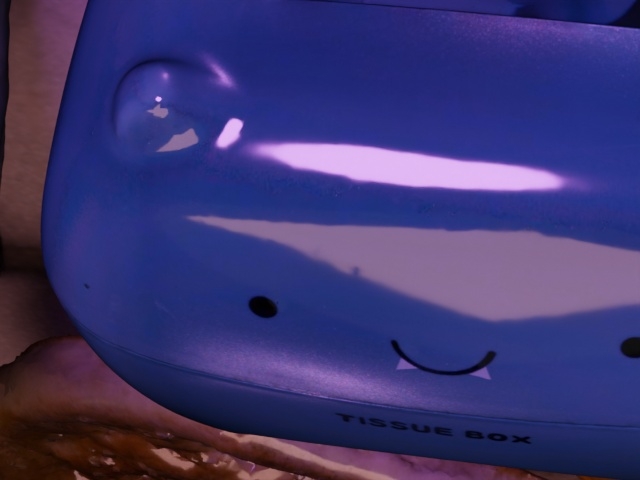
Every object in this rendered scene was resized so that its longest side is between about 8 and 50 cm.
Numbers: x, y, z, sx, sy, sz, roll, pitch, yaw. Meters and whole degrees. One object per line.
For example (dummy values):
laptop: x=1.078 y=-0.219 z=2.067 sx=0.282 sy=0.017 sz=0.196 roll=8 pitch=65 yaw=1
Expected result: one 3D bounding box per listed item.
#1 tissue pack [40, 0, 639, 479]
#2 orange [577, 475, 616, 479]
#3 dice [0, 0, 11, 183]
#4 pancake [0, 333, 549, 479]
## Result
tissue pack: x=0.054 y=-0.033 z=0.640 sx=0.287 sy=0.198 sz=0.206 roll=8 pitch=153 yaw=8
orange: x=0.165 y=0.057 z=0.855 sx=0.156 sy=0.124 sz=0.156 roll=11 pitch=155 yaw=5
dice: x=-0.295 y=-0.033 z=0.604 sx=0.328 sy=0.348 sz=0.330 roll=7 pitch=154 yaw=4
pancake: x=-0.025 y=0.151 z=1.042 sx=0.356 sy=0.065 sz=0.356 roll=9 pitch=156 yaw=4
